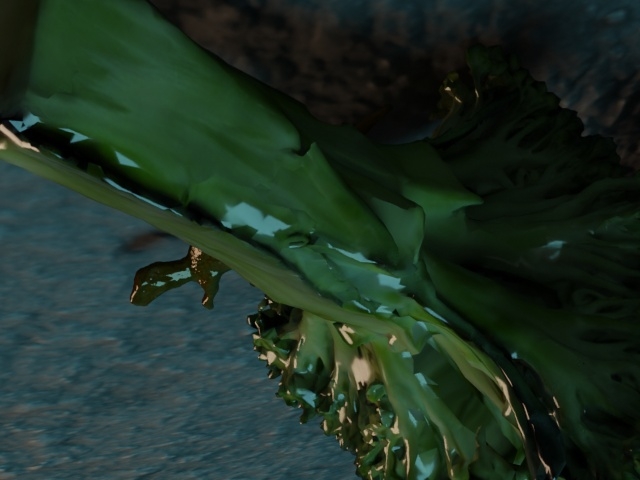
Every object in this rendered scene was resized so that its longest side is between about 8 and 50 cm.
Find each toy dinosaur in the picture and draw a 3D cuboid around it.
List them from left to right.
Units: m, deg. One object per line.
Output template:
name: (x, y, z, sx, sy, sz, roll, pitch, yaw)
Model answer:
toy dinosaur: (-0.037, -0.017, 0.772, 0.126, 0.039, 0.162, -3, 139, -16)

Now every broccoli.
broccoli: (-0.005, -0.013, 0.629, 0.361, 0.252, 0.221, 34, 102, -18)
